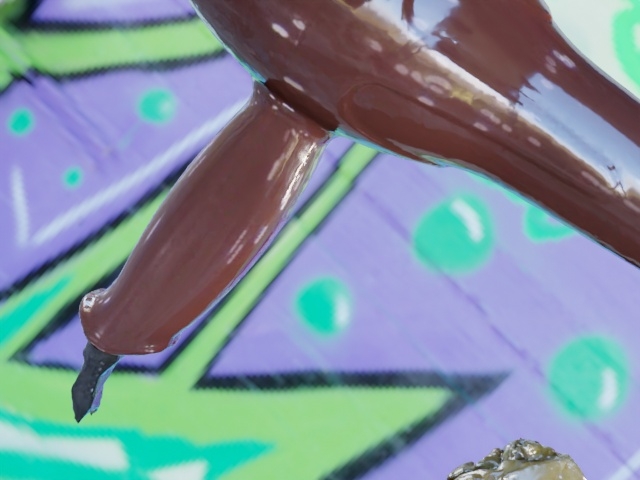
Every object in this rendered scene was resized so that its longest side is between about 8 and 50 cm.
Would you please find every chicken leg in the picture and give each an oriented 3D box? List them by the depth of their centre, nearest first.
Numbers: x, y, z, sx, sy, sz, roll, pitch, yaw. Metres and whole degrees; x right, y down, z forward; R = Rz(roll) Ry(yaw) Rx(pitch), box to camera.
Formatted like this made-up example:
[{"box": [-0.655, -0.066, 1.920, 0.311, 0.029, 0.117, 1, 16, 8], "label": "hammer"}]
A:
[{"box": [0.104, 0.220, 1.105, 0.125, 0.196, 0.080, 58, 5, -17], "label": "chicken leg"}]

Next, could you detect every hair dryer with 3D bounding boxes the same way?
[{"box": [0.000, 0.000, 0.779, 0.312, 0.340, 0.123, 40, 23, 7], "label": "hair dryer"}]
